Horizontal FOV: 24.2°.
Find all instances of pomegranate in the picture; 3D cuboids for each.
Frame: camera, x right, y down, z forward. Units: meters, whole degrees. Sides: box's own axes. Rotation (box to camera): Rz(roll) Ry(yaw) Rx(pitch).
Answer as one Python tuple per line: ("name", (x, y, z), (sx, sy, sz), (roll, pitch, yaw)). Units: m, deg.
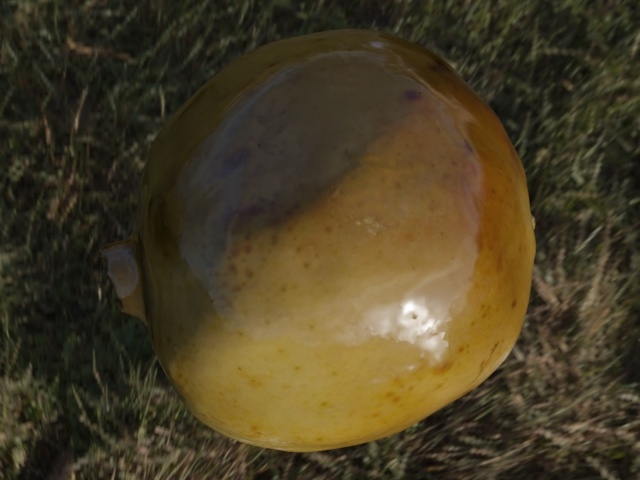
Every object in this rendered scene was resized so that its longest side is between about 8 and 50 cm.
("pomegranate", (0.007, 0.000, 0.780), (0.233, 0.233, 0.233), (2, 75, -8))
